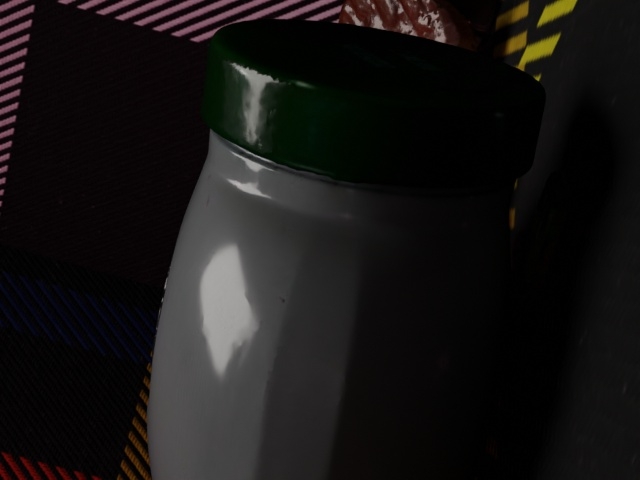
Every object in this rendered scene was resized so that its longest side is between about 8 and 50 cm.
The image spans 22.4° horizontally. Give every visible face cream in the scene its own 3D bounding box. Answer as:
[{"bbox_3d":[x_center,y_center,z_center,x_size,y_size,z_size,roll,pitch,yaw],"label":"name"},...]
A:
[{"bbox_3d":[0.010,0.055,1.033,0.312,0.220,0.357,-64,-15,-71],"label":"face cream"}]

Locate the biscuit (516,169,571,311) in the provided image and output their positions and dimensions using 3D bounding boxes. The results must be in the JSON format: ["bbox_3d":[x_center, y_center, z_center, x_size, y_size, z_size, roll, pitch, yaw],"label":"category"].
[{"bbox_3d":[0.140,-0.003,1.005,0.046,0.016,0.089,-83,4,-52],"label":"biscuit"}]

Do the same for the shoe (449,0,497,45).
[{"bbox_3d":[0.105,-0.220,1.560,0.137,0.114,0.291,-72,-1,-48],"label":"shoe"}]

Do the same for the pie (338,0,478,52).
[{"bbox_3d":[0.075,-0.157,1.448,0.182,0.050,0.182,32,131,45],"label":"pie"}]
